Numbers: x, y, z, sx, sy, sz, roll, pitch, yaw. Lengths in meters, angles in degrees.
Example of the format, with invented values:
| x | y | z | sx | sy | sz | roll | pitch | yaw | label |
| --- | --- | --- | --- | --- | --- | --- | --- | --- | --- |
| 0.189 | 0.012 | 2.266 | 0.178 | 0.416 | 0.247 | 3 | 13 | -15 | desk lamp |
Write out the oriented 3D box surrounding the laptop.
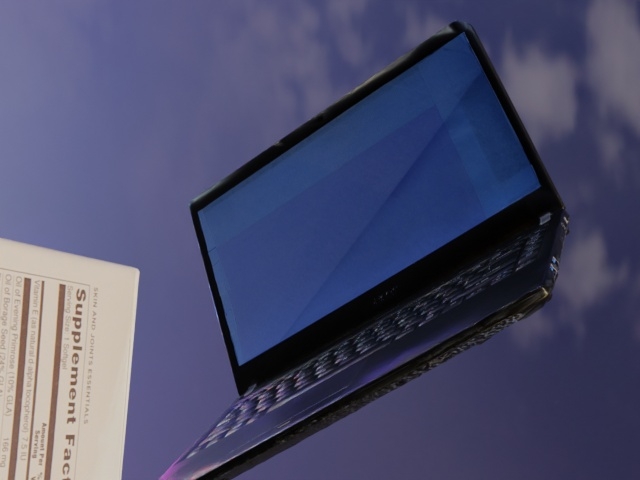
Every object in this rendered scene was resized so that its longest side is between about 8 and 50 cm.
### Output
| x | y | z | sx | sy | sz | roll | pitch | yaw | label |
| --- | --- | --- | --- | --- | --- | --- | --- | --- | --- |
| 0.000 | 0.000 | 0.562 | 0.234 | 0.264 | 0.136 | -33 | -88 | 20 | laptop |

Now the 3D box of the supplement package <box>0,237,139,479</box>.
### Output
| x | y | z | sx | sy | sz | roll | pitch | yaw | label |
| --- | --- | --- | --- | --- | --- | --- | --- | --- | --- |
| -0.224 | 0.086 | 0.337 | 0.199 | 0.262 | 0.198 | -1 | -100 | 28 | supplement package |
